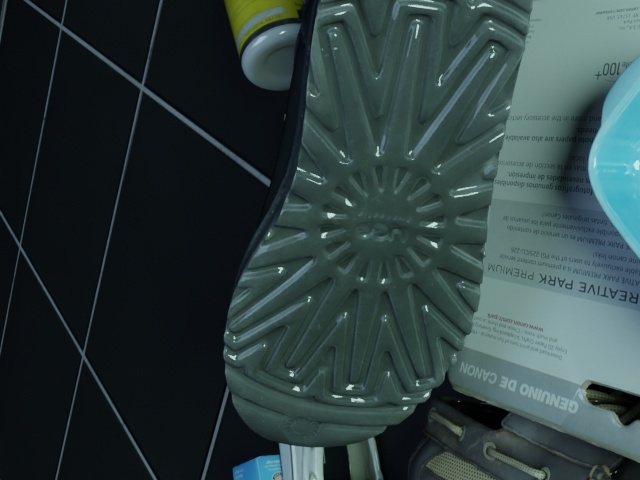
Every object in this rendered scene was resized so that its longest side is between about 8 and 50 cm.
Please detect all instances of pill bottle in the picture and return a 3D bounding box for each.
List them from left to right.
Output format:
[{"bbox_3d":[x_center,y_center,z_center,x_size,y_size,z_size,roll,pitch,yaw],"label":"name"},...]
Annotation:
[{"bbox_3d":[-0.056,-0.270,1.006,0.103,0.103,0.184,-45,51,44],"label":"pill bottle"}]

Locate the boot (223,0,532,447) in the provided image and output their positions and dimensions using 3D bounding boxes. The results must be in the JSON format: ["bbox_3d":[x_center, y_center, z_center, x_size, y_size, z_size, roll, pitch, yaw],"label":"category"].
[{"bbox_3d":[0.034,-0.119,0.679,0.445,0.146,0.367,-91,17,-58],"label":"boot"}]

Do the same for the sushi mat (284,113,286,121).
[{"bbox_3d":[0.000,0.000,0.964,0.151,0.019,0.316,-6,82,54],"label":"sushi mat"}]

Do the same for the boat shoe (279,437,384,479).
[{"bbox_3d":[0.024,0.252,0.840,0.088,0.096,0.267,-35,54,47],"label":"boat shoe"}]

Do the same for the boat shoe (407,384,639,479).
[{"bbox_3d":[0.174,0.154,0.590,0.355,0.132,0.130,-13,75,53],"label":"boat shoe"}]

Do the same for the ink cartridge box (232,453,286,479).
[{"bbox_3d":[-0.020,0.308,0.881,0.060,0.104,0.180,-36,57,48],"label":"ink cartridge box"}]

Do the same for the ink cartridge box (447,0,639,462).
[{"bbox_3d":[0.233,-0.007,0.521,0.309,0.130,0.271,14,97,56],"label":"ink cartridge box"}]

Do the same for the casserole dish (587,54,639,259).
[{"bbox_3d":[0.205,-0.019,0.415,0.114,0.037,0.188,-58,44,35],"label":"casserole dish"}]
